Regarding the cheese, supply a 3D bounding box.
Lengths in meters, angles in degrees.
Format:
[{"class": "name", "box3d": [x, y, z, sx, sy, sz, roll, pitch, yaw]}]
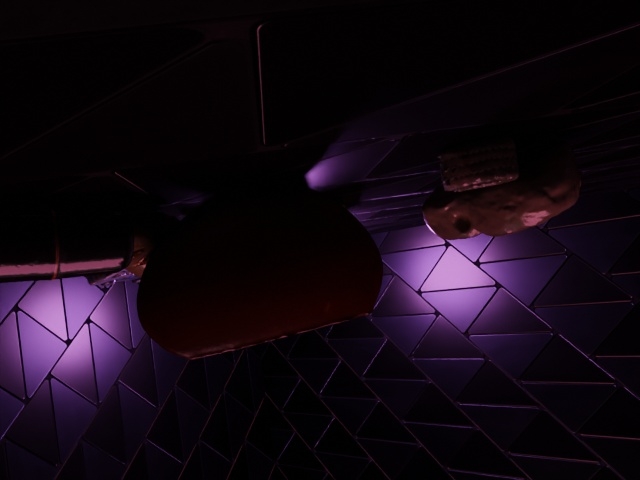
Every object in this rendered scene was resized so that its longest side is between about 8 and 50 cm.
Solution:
[{"class": "cheese", "box3d": [0.291, -0.080, 0.929, 0.159, 0.093, 0.263, -45, -159, -30]}]

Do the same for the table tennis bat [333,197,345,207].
[{"class": "table tennis bat", "box3d": [-0.070, -0.048, 1.260, 0.257, 0.039, 0.160, -13, 176, 3]}]

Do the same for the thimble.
[{"class": "thimble", "box3d": [0.226, -0.108, 0.822, 0.110, 0.062, 0.084, -10, 176, 21]}]

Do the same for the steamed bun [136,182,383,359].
[{"class": "steamed bun", "box3d": [-0.104, 0.038, 0.937, 0.379, 0.248, 0.235, -12, 176, -9]}]

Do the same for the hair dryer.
[{"class": "hair dryer", "box3d": [-0.432, -0.002, 0.895, 0.189, 0.107, 0.352, -3, -177, -35]}]

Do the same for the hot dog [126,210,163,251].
[{"class": "hot dog", "box3d": [-0.368, -0.011, 0.963, 0.242, 0.073, 0.084, -10, 175, 34]}]

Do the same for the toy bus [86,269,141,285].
[{"class": "toy bus", "box3d": [-0.621, 0.078, 1.881, 0.136, 0.109, 0.329, -19, 174, 18]}]

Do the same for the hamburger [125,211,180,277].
[{"class": "hamburger", "box3d": [-0.310, 0.003, 1.037, 0.141, 0.126, 0.081, 9, 146, 37]}]
